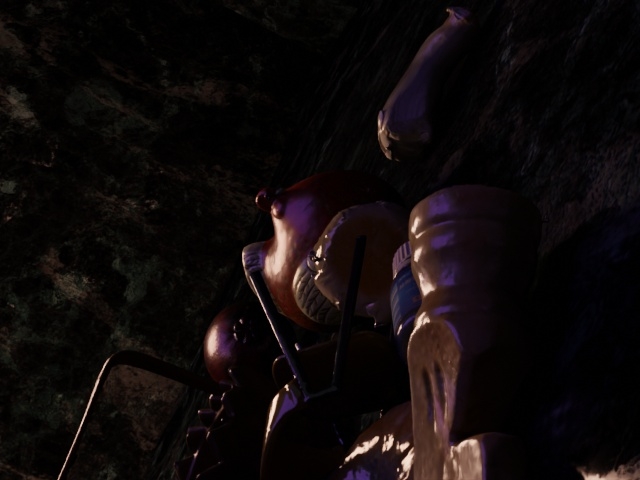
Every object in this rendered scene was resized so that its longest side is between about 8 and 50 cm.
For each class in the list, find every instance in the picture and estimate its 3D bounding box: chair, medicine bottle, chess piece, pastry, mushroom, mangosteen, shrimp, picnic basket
[{"bbox_3d":[0.011,0.153,1.039,0.172,0.158,0.246,-19,45,9],"label":"chair"},{"bbox_3d":[0.117,0.065,1.026,0.083,0.083,0.203,-60,10,19],"label":"medicine bottle"},{"bbox_3d":[0.128,0.111,0.814,0.137,0.137,0.300,134,147,-60],"label":"chess piece"},{"bbox_3d":[0.069,0.024,1.207,0.165,0.166,0.088,-63,-14,6],"label":"pastry"},{"bbox_3d":[0.173,-0.255,1.523,0.278,0.099,0.096,-62,15,-9],"label":"mushroom"},{"bbox_3d":[-0.123,0.208,1.708,0.200,0.200,0.200,-60,10,19],"label":"mangosteen"},{"bbox_3d":[0.034,0.285,0.928,0.317,0.077,0.168,-57,14,21],"label":"shrimp"},{"bbox_3d":[-0.150,0.293,1.170,0.291,0.321,0.254,125,163,-51],"label":"picnic basket"}]

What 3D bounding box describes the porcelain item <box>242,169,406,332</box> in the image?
[{"bbox_3d":[0.000,0.000,1.372,0.253,0.253,0.253,-60,10,19],"label":"porcelain item"}]
